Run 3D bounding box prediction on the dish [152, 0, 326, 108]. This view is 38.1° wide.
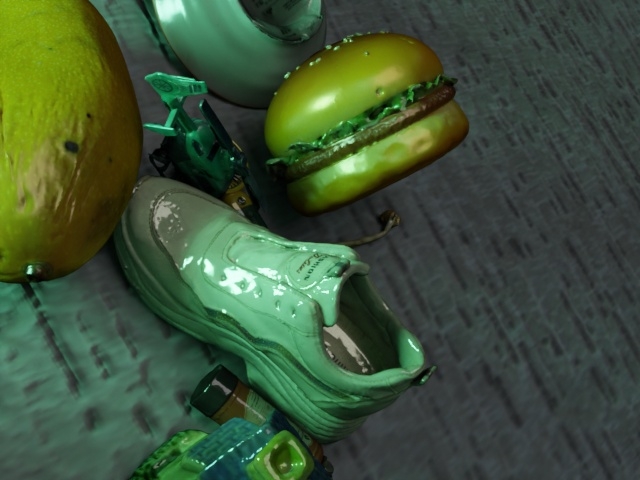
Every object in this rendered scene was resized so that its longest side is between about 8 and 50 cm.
[{"bbox_3d":[-0.073,-0.297,1.129,0.260,0.085,0.260,12,72,-39],"label":"dish"}]

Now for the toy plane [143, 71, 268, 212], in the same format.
[{"bbox_3d":[-0.120,-0.094,0.906,0.060,0.096,0.235,-64,156,-19],"label":"toy plane"}]

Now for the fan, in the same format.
[{"bbox_3d":[-0.104,-0.048,1.022,0.082,0.039,0.155,-24,80,-45],"label":"fan"}]

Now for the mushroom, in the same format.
[{"bbox_3d":[0.004,0.005,1.098,0.286,0.026,0.028,-19,62,-43],"label":"mushroom"}]

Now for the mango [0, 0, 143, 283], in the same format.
[{"bbox_3d":[-0.256,-0.112,0.862,0.187,0.144,0.359,17,49,-20],"label":"mango"}]

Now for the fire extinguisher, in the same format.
[{"bbox_3d":[-0.048,0.195,0.913,0.177,0.050,0.062,41,26,-12],"label":"fire extinguisher"}]

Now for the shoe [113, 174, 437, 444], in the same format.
[{"bbox_3d":[-0.038,0.044,0.892,0.342,0.210,0.132,45,52,-8],"label":"shoe"}]

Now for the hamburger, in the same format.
[{"bbox_3d":[0.038,-0.141,1.059,0.246,0.246,0.169,-31,99,-46],"label":"hamburger"}]

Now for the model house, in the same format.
[{"bbox_3d":[-0.057,0.252,0.774,0.195,0.189,0.214,-29,85,-48],"label":"model house"}]
